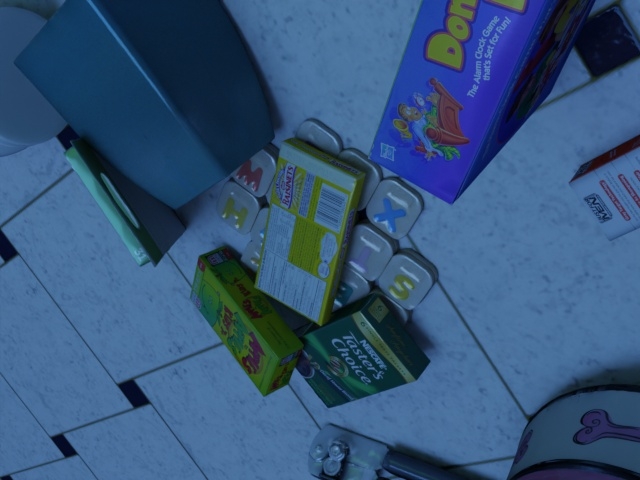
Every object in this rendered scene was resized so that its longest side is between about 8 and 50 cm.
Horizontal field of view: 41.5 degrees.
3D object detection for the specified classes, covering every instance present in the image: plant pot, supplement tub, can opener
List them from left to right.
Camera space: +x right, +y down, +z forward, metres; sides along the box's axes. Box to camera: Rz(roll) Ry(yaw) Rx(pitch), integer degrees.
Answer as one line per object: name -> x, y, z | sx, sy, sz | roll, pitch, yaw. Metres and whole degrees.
supplement tub -> -0.470, -0.201, 1.098 | 0.272, 0.191, 0.191 | 1, 119, 35
plant pot -> -0.174, -0.167, 0.935 | 0.165, 0.165, 0.234 | -26, 105, 43
can opener -> 0.108, 0.324, 1.143 | 0.281, 0.074, 0.093 | 12, 160, 31

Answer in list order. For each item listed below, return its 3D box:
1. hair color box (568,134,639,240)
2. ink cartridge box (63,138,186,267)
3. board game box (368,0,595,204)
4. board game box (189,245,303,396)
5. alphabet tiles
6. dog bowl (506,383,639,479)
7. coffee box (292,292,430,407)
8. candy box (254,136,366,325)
hair color box -> 0.302, -0.062, 0.749 | 0.141, 0.043, 0.072 | -31, 99, 43
ink cartridge box -> -0.246, -0.049, 1.029 | 0.056, 0.235, 0.171 | -31, 100, 7
board game box -> 0.165, -0.224, 0.604 | 0.078, 0.233, 0.347 | 31, 132, 14
board game box -> -0.100, 0.104, 1.103 | 0.181, 0.043, 0.092 | 49, 142, 25
alphabet tiles -> 0.000, 0.000, 1.021 | 0.284, 0.021, 0.278 | 37, 134, 8
dog bowl -> 0.345, 0.356, 0.858 | 0.408, 0.150, 0.407 | 28, 137, 31
coffee box -> 0.037, 0.141, 1.051 | 0.113, 0.040, 0.184 | 52, 139, -8
candy box -> -0.016, -0.007, 0.982 | 0.105, 0.027, 0.205 | 30, 126, 25
